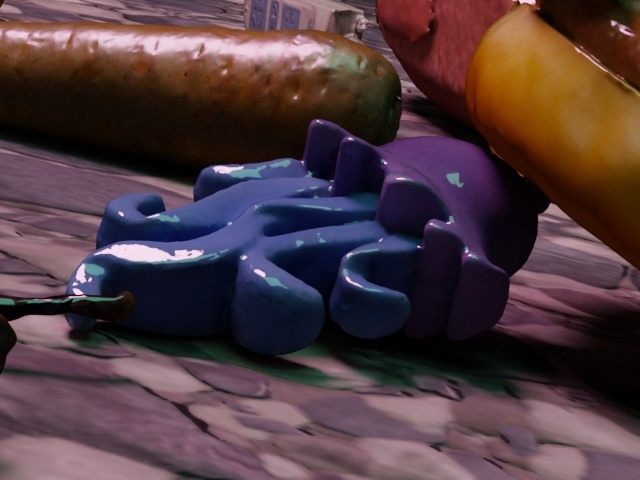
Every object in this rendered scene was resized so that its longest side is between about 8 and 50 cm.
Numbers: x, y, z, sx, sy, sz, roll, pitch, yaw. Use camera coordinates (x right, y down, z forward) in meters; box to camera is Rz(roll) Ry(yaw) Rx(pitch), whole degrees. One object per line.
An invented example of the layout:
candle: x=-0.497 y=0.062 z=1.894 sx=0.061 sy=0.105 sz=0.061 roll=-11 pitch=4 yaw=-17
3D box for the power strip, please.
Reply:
power strip: x=-0.011 y=-0.153 z=1.348 sx=0.030 sy=0.047 sz=0.191 roll=1 pitch=15 yaw=-25

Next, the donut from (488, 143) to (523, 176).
donut: x=0.134 y=-0.051 z=0.985 sx=0.083 sy=0.067 sz=0.038 roll=-19 pitch=-22 yaw=26

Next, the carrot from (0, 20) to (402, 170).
carrot: x=-0.111 y=-0.073 z=0.853 sx=0.298 sy=0.078 sz=0.078 roll=8 pitch=12 yaw=5

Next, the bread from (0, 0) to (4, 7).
bread: x=-0.295 y=-0.165 z=0.953 sx=0.311 sy=0.121 sz=0.173 roll=16 pitch=15 yaw=20

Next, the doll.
doll: x=0.000 y=0.000 z=0.627 sx=0.206 sy=0.067 sz=0.110 roll=-11 pitch=37 yaw=-35

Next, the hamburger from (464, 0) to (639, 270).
hamburger: x=0.178 y=-0.056 z=0.668 sx=0.246 sy=0.170 sz=0.246 roll=34 pitch=11 yaw=-8

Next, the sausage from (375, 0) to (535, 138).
sausage: x=0.125 y=-0.134 z=1.150 sx=0.152 sy=0.152 sz=0.280 roll=7 pitch=15 yaw=-20

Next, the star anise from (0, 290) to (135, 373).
star anise: x=-0.122 y=0.008 z=0.471 sx=0.191 sy=0.070 sz=0.097 roll=5 pitch=41 yaw=-35
